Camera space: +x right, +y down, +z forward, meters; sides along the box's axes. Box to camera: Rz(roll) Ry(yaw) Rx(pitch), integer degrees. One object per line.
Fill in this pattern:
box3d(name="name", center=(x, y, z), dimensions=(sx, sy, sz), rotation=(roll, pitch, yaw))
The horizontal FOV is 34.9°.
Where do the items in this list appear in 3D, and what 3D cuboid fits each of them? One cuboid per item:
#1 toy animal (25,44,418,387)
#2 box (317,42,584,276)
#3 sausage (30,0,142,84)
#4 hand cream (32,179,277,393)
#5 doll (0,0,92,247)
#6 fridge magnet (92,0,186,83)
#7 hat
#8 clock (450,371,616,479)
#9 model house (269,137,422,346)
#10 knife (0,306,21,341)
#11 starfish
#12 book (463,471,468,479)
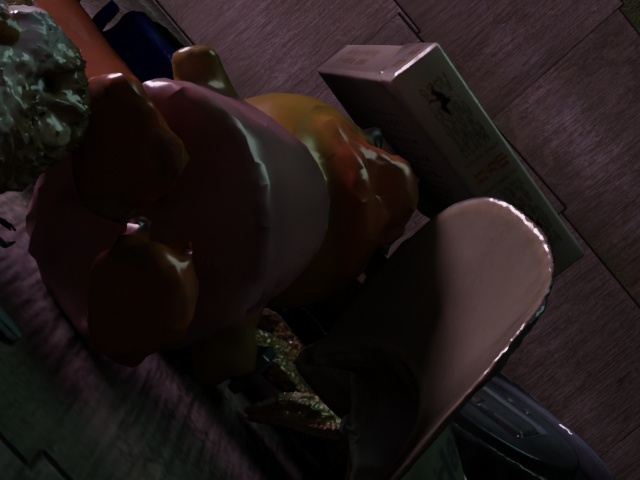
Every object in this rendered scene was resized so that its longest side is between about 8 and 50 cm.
box3d(name="toy animal", center=(-0.049, -0.018, 0.622), dimensions=(0.281, 0.169, 0.195), rotation=(-12, 100, -53))
box3d(name="box", center=(0.098, -0.085, 0.923), dimensions=(0.204, 0.051, 0.365), rotation=(53, 0, -14))
box3d(name="sausage", center=(-0.215, -0.151, 0.828), dimensions=(0.094, 0.094, 0.419), rotation=(-22, 66, -40))
box3d(name="hand cream", center=(-0.129, -0.001, 0.703), dimensions=(0.256, 0.055, 0.088), rotation=(48, 12, 0))
box3d(name="doll", center=(-0.188, -0.089, 0.507), dimensions=(0.105, 0.114, 0.221), rotation=(2, 27, -33))
box3d(name="fridge magnet", center=(-0.161, -0.142, 1.084), dimensions=(0.265, 0.113, 0.265), rotation=(49, 2, -3))
box3d(name="hat", center=(0.069, 0.114, 0.593), dimensions=(0.149, 0.245, 0.214), rotation=(44, 26, -22))
box3d(name="clock", center=(0.197, 0.223, 1.214), dimensions=(0.325, 0.067, 0.325), rotation=(29, 11, -6))
box3d(name="model house", center=(0.000, 0.000, 0.903), dimensions=(0.211, 0.204, 0.243), rotation=(53, 0, -24))
box3d(name="knife", center=(-0.220, -0.047, 0.435), dimensions=(0.260, 0.035, 0.063), rotation=(54, -11, -33))
box3d(name="starfish", center=(0.014, 0.148, 0.805), dimensions=(0.238, 0.071, 0.216), rotation=(56, 11, 1))
box3d(name="book", center=(0.096, 0.196, 0.806), dimensions=(0.264, 0.027, 0.202), rotation=(70, -5, -55))
